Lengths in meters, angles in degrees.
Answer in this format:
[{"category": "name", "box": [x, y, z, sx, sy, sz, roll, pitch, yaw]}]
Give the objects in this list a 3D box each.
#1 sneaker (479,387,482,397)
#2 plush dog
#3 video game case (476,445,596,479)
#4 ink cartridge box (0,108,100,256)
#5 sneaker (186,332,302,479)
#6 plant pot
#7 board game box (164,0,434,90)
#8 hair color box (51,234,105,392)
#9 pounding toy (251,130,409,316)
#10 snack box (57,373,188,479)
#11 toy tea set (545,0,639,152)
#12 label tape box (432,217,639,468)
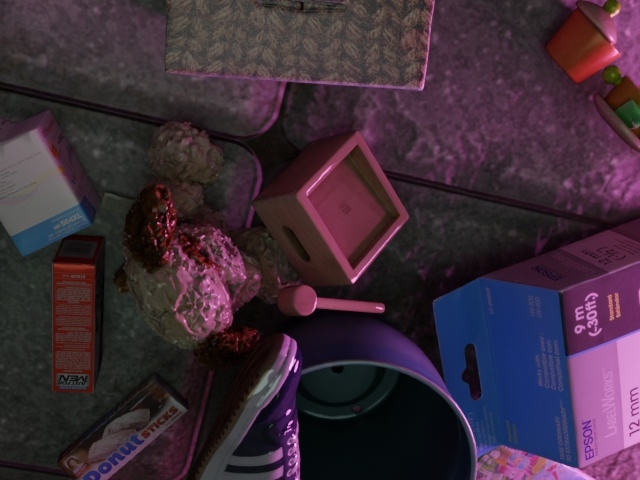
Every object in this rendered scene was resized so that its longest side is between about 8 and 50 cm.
[{"category": "sneaker", "box": [0.259, 0.160, 1.279, 0.073, 0.063, 0.162, -3, 116, -25]}, {"category": "plush dog", "box": [-0.156, 0.028, 1.084, 0.210, 0.225, 0.262, -32, 111, 7]}, {"category": "video game case", "box": [0.260, 0.379, 1.373, 0.193, 0.023, 0.212, 33, 104, -17]}, {"category": "ink cartridge box", "box": [-0.326, -0.075, 1.099, 0.090, 0.092, 0.143, -24, 112, 3]}, {"category": "sneaker", "box": [-0.040, 0.227, 0.969, 0.153, 0.099, 0.282, 24, 115, -6]}, {"category": "plant pot", "box": [0.027, 0.205, 1.155, 0.271, 0.255, 0.272, -1, 110, -3]}, {"category": "board game box", "box": [-0.029, -0.253, 0.953, 0.232, 0.291, 0.141, 3, 111, -6]}, {"category": "hair color box", "box": [-0.289, 0.087, 1.165, 0.053, 0.093, 0.167, 4, 111, -7]}, {"category": "pounding toy", "box": [0.001, 0.011, 1.113, 0.206, 0.094, 0.181, -48, 116, -34]}, {"category": "snack box", "box": [-0.258, 0.252, 1.270, 0.178, 0.022, 0.064, -41, 111, 10]}, {"category": "toy tea set", "box": [0.404, -0.144, 1.094, 0.336, 0.200, 0.124, 43, 110, -13]}, {"category": "label tape box", "box": [0.326, 0.136, 1.192, 0.347, 0.115, 0.249, -19, 113, -18]}]
